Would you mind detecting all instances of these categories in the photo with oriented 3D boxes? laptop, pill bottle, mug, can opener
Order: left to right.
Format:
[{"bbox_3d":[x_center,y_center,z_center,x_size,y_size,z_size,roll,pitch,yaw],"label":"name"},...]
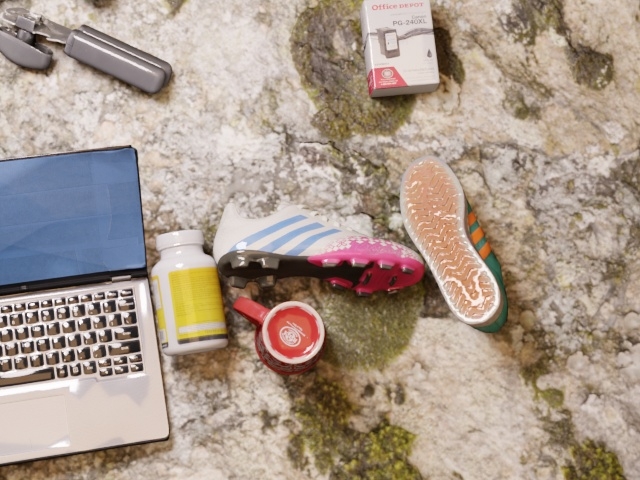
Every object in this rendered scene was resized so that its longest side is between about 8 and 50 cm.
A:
[{"bbox_3d":[-0.430,0.109,1.719,0.382,0.236,0.408,-7,79,-10],"label":"laptop"},{"bbox_3d":[-0.381,-0.291,1.894,0.283,0.076,0.095,25,114,0],"label":"can opener"},{"bbox_3d":[-0.203,0.081,1.823,0.103,0.103,0.184,-8,83,-4],"label":"pill bottle"},{"bbox_3d":[-0.061,0.143,1.789,0.150,0.169,0.113,5,83,-3],"label":"mug"}]

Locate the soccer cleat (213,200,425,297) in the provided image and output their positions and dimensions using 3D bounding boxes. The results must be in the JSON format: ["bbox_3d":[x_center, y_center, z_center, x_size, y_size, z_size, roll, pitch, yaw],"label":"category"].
[{"bbox_3d":[0.000,0.000,1.843,0.331,0.116,0.143,4,58,-11],"label":"soccer cleat"}]

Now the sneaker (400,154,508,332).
[{"bbox_3d":[0.211,0.012,1.864,0.108,0.121,0.302,-24,64,12],"label":"sneaker"}]

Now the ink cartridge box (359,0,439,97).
[{"bbox_3d":[0.127,-0.314,1.915,0.109,0.063,0.150,-6,83,-4],"label":"ink cartridge box"}]
